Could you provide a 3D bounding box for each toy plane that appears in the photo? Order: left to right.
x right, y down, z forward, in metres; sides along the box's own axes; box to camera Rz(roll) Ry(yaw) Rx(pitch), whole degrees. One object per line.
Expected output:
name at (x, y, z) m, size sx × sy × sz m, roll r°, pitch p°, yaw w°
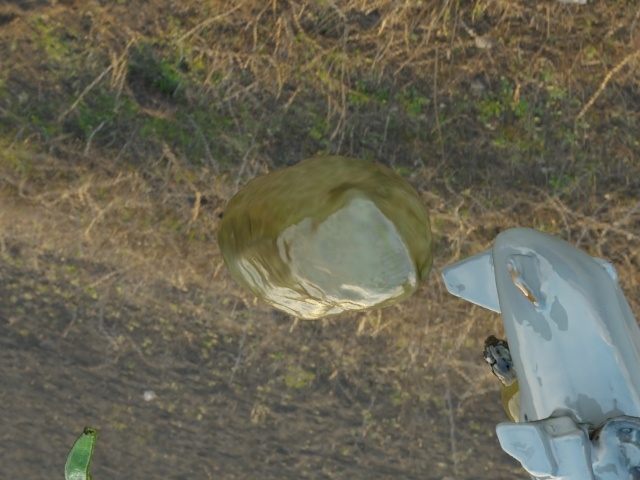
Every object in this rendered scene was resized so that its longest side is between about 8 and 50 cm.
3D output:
toy plane at (0.174, 0.105, 0.526) m, size 0.117 × 0.245 × 0.245 m, roll -25°, pitch 122°, yaw 28°

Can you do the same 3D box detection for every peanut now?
peanut at (0.000, 0.000, 0.499) m, size 0.108 × 0.095 × 0.226 m, roll 55°, pitch 161°, yaw -10°

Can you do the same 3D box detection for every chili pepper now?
chili pepper at (-0.147, 0.141, 0.479) m, size 0.017 × 0.030 × 0.083 m, roll 9°, pitch 147°, yaw -11°

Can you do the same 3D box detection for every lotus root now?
lotus root at (0.426, 0.285, 1.441) m, size 0.310 × 0.183 × 0.183 m, roll 32°, pitch 134°, yaw -3°
